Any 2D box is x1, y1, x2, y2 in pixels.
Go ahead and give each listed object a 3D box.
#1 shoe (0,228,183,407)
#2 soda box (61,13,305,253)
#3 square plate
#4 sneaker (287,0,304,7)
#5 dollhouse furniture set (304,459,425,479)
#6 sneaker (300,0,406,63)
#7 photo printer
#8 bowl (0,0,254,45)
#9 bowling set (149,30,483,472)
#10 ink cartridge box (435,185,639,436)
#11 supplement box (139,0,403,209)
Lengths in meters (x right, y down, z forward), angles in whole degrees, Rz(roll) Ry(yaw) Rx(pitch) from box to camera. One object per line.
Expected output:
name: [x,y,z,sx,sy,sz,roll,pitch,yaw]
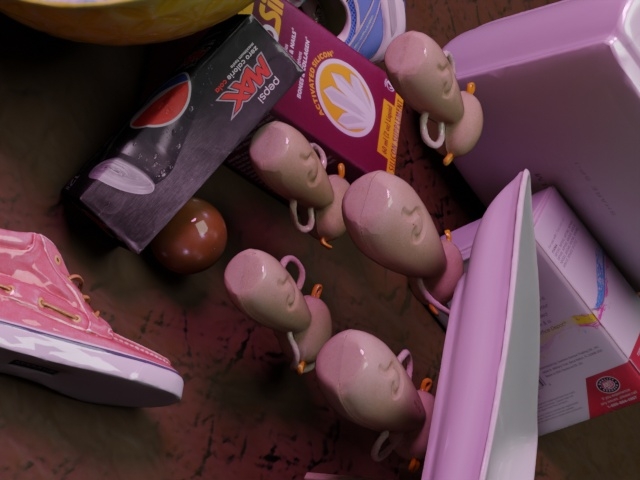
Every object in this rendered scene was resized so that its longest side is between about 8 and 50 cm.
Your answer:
shoe: [-0.158,0.047,1.068,0.178,0.063,0.081,20,61,-35]
soda box: [-0.091,-0.073,1.144,0.060,0.053,0.169,45,79,-21]
square plate: [0.108,0.186,1.175,0.347,0.049,0.344,79,20,-50]
sneaker: [-0.082,-0.294,1.326,0.110,0.107,0.275,52,14,-75]
dollhouse furniture set: [0.027,0.240,1.182,0.182,0.101,0.160,-64,155,-62]
sneaker: [0.014,-0.237,1.365,0.081,0.080,0.211,-26,109,-42]
photo printer: [0.222,-0.073,1.370,0.107,0.307,0.256,-46,109,-23]
bowl: [-0.116,-0.234,1.156,0.156,0.290,0.289,71,16,-62]
bowling set: [0.000,0.000,1.192,0.154,0.200,0.287,45,56,-57]
ink cartridge box: [0.179,0.058,1.381,0.175,0.127,0.072,51,41,-16]
supplement box: [-0.032,-0.107,1.274,0.188,0.081,0.104,33,49,-32]
